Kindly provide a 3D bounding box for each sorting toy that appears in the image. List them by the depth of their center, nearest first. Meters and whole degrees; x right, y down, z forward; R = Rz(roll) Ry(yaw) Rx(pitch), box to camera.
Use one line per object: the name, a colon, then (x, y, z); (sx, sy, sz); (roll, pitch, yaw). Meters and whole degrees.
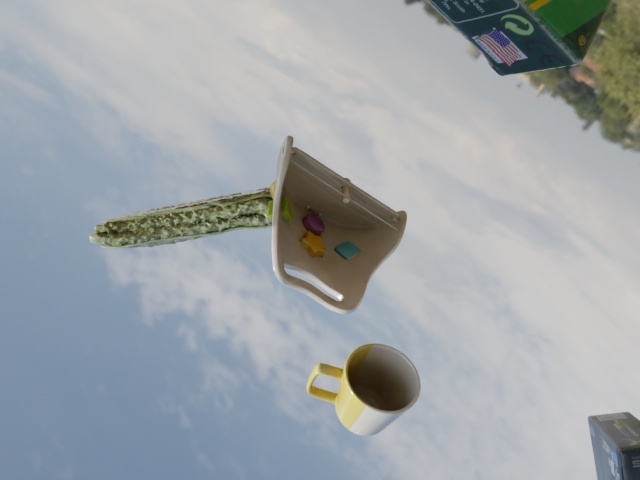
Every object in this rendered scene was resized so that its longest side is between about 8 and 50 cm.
sorting toy: (0.000, 0.000, 0.439); (0.083, 0.045, 0.075); (31, -138, -22)

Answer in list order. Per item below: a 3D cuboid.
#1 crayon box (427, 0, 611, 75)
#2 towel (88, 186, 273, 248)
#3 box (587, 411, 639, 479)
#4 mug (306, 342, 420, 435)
crayon box: (0.156, -0.304, 0.571); (0.202, 0.318, 0.081); (34, 165, -28)
towel: (-0.096, -0.017, 0.639); (0.148, 0.027, 0.110); (-11, -173, 0)
box: (0.369, 0.310, 0.971); (0.233, 0.059, 0.183); (11, -109, -79)
mug: (0.035, 0.121, 0.670); (0.078, 0.064, 0.062); (40, -129, 15)
